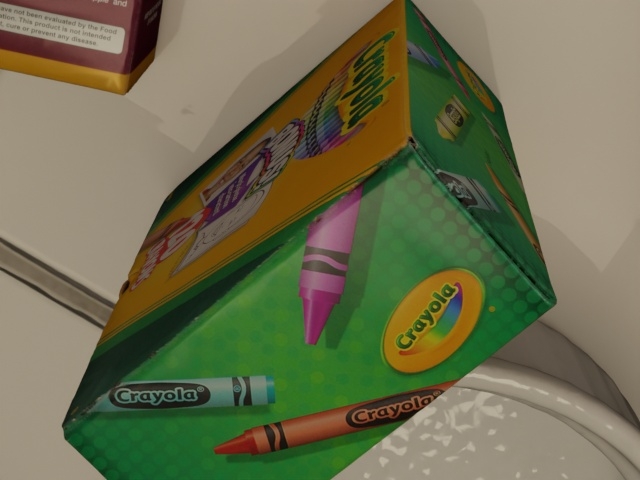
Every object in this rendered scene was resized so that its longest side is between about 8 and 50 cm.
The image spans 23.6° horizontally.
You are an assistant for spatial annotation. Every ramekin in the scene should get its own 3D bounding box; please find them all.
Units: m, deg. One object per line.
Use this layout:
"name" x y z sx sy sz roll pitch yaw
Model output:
"ramekin" 0.053 0.161 0.774 0.277 0.135 0.277 1 111 2

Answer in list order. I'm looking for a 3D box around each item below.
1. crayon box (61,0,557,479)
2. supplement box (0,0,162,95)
"crayon box" 0.000 0.000 0.651 0.165 0.278 0.081 -39 103 14
"supplement box" -0.118 -0.174 0.704 0.104 0.081 0.188 12 109 0
